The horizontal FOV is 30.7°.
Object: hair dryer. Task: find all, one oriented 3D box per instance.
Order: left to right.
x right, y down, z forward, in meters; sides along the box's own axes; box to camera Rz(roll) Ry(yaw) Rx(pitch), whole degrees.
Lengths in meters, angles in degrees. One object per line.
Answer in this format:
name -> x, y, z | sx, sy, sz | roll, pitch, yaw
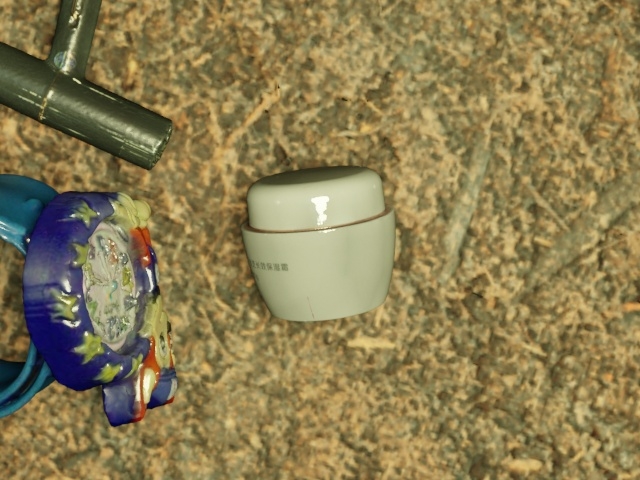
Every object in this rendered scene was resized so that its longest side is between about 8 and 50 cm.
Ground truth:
hair dryer -> -0.168, -0.175, 0.906 | 0.173, 0.050, 0.195 | 26, 88, -6

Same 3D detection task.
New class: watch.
watch -> -0.227, 0.048, 0.864 | 0.200, 0.171, 0.196 | -3, 94, 13

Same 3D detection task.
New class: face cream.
face cream -> 0.000, 0.000, 0.880 | 0.117, 0.117, 0.104 | -8, 102, -1
